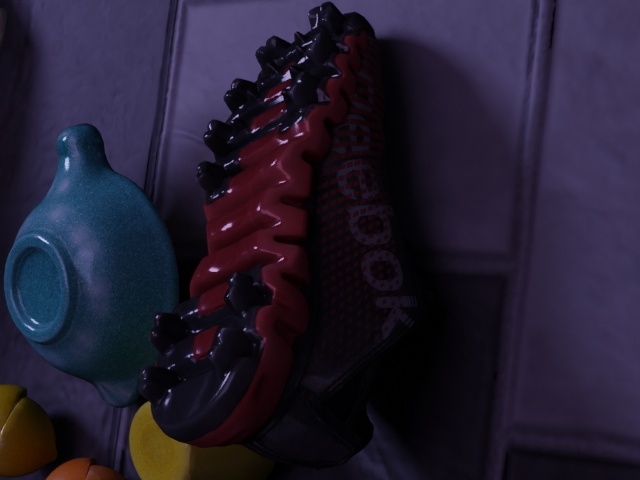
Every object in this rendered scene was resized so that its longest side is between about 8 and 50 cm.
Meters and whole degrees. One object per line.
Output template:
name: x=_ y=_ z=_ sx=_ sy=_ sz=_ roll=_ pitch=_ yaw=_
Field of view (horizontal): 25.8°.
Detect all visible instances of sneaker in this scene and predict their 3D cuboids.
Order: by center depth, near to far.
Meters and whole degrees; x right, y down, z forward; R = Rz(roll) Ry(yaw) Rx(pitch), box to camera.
sneaker: x=0.000 y=0.000 z=0.748 sx=0.097 sy=0.135 sz=0.276 roll=-25 pitch=43 yaw=44

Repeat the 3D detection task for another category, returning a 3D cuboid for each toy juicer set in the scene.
toy juicer set: x=-0.159 y=0.045 z=0.870 sx=0.209 sy=0.089 sz=0.329 roll=-46 pitch=65 yaw=36
